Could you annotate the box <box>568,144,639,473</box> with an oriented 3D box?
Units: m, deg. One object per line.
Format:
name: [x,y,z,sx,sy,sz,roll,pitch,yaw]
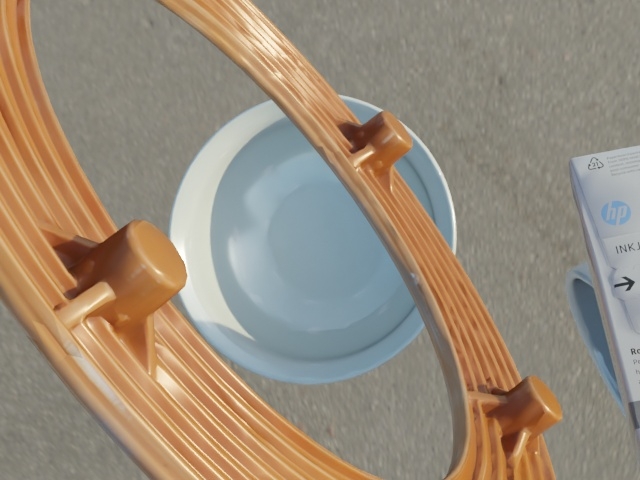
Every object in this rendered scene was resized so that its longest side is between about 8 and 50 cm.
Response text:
box: [0.198,0.033,0.606,0.145,0.038,0.186,-11,57,5]

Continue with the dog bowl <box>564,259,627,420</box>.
dog bowl: [0.322,0.115,1.184,0.104,0.265,0.265,-29,64,-2]

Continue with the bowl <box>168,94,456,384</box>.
bowl: [0.000,0.000,1.461,0.298,0.134,0.298,0,88,10]

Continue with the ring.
ring: [-0.012,-0.014,0.475,0.032,0.336,0.336,-38,62,19]
